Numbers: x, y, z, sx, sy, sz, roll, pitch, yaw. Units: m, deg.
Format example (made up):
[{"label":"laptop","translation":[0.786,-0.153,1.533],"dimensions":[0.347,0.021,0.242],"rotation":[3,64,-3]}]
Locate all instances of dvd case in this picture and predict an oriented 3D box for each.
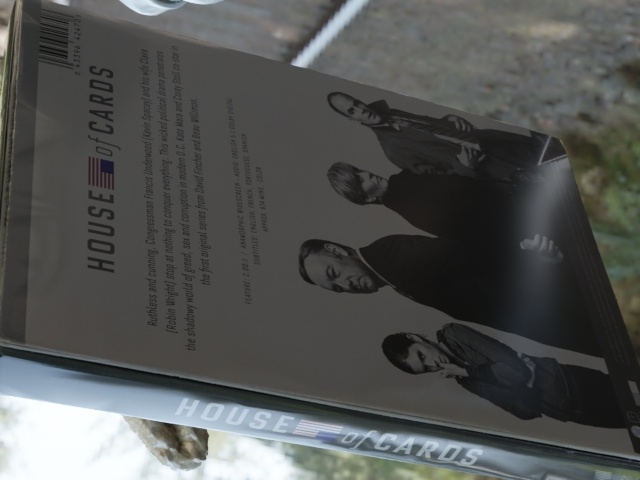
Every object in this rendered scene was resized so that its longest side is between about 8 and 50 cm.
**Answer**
[{"label":"dvd case","translation":[0.000,0.000,0.537],"dimensions":[0.239,0.029,0.179],"rotation":[12,-139,-19]}]

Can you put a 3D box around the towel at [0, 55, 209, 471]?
[{"label":"towel","translation":[-0.160,0.004,0.904],"dimensions":[0.049,0.282,0.187],"rotation":[-29,-160,-11]}]

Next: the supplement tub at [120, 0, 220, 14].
[{"label":"supplement tub","translation":[-0.054,-0.243,0.962],"dimensions":[0.200,0.144,0.144],"rotation":[-22,162,25]}]
